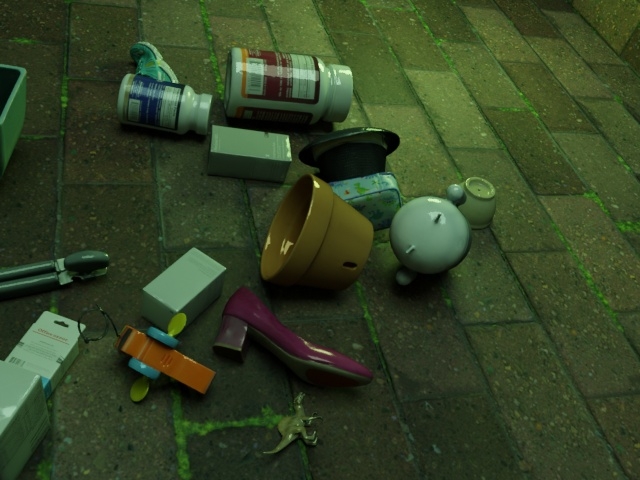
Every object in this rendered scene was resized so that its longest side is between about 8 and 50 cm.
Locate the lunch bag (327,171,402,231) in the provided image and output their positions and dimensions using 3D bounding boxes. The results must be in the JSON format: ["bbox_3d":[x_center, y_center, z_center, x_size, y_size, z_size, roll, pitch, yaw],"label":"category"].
[{"bbox_3d":[0.115,-0.093,1.804,0.219,0.176,0.090,-14,48,4],"label":"lunch bag"}]

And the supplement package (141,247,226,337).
[{"bbox_3d":[-0.323,0.121,1.531,0.105,0.105,0.179,32,45,13],"label":"supplement package"}]

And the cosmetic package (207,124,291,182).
[{"bbox_3d":[-0.216,-0.257,1.936,0.238,0.107,0.127,6,48,-16],"label":"cosmetic package"}]

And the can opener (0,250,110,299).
[{"bbox_3d":[-0.635,0.070,1.500,0.281,0.093,0.074,-14,54,-23],"label":"can opener"}]

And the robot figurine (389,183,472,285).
[{"bbox_3d":[0.295,-0.011,1.722,0.200,0.299,0.353,29,6,15],"label":"robot figurine"}]

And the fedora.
[{"bbox_3d":[0.094,-0.211,1.897,0.334,0.334,0.152,-5,79,-22],"label":"fedora"}]

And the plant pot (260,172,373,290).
[{"bbox_3d":[0.000,0.000,1.647,0.204,0.291,0.290,22,42,-18],"label":"plant pot"}]

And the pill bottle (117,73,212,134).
[{"bbox_3d":[-0.468,-0.406,1.965,0.265,0.153,0.153,10,45,-9],"label":"pill bottle"}]

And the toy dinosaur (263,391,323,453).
[{"bbox_3d":[-0.052,0.410,1.386,0.093,0.053,0.183,12,35,16],"label":"toy dinosaur"}]

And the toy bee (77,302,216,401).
[{"bbox_3d":[-0.368,0.223,1.387,0.195,0.162,0.298,-41,105,-22],"label":"toy bee"}]

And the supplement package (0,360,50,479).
[{"bbox_3d":[-0.624,0.321,1.172,0.194,0.203,0.149,19,45,2],"label":"supplement package"}]

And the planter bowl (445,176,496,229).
[{"bbox_3d":[0.479,-0.128,2.023,0.162,0.109,0.162,8,45,-9],"label":"planter bowl"}]

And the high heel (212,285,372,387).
[{"bbox_3d":[-0.050,0.217,1.499,0.378,0.127,0.181,16,55,3],"label":"high heel"}]

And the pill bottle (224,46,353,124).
[{"bbox_3d":[-0.107,-0.497,2.117,0.393,0.224,0.224,3,46,-15],"label":"pill bottle"}]

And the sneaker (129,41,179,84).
[{"bbox_3d":[-0.562,-0.557,2.125,0.110,0.107,0.275,-26,59,-25],"label":"sneaker"}]

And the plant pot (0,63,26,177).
[{"bbox_3d":[-0.894,-0.284,1.641,0.247,0.252,0.247,7,45,-12],"label":"plant pot"}]

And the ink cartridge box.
[{"bbox_3d":[-0.582,0.245,1.359,0.104,0.060,0.180,20,45,3],"label":"ink cartridge box"}]
